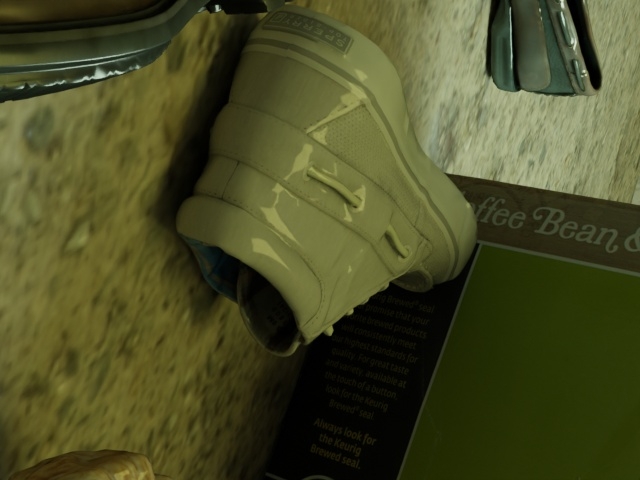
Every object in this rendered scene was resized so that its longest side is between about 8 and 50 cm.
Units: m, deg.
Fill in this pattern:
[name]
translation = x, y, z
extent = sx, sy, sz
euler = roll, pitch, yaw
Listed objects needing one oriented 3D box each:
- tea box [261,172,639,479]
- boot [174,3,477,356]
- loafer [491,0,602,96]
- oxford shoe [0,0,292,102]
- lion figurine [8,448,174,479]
[tea box]
translation = 0.160, 0.154, 0.836
extent = 0.220, 0.329, 0.324
euler = 28, 80, -48
[boot]
translation = 0.000, 0.000, 0.702
extent = 0.123, 0.095, 0.258
euler = -62, 153, -13
[loafer]
translation = 0.173, -0.200, 1.034
extent = 0.267, 0.084, 0.096
euler = 79, 33, -58
[oxford shoe]
translation = -0.072, -0.094, 0.398
extent = 0.227, 0.082, 0.096
euler = -44, 126, -57
[lion figurine]
translation = -0.072, 0.219, 0.616
extent = 0.392, 0.142, 0.240
euler = 97, -15, -78
